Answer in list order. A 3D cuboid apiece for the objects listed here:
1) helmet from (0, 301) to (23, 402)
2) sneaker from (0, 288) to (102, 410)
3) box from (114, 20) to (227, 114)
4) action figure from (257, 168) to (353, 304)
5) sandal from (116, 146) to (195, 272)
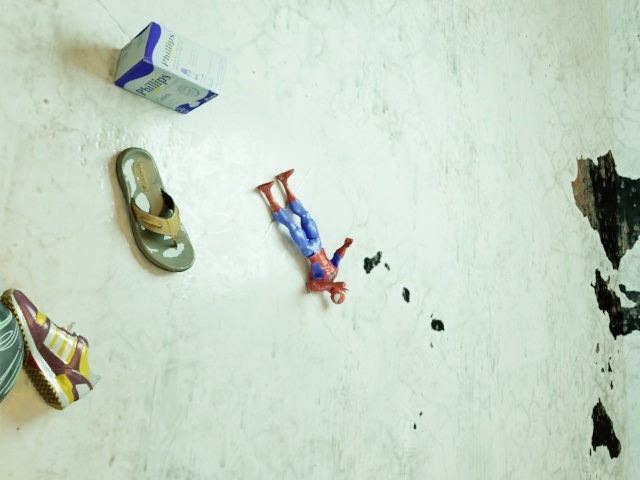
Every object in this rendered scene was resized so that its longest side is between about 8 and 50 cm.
[{"bbox_3d":[-0.445,0.143,0.743,0.169,0.161,0.169,8,77,-39],"label":"helmet"},{"bbox_3d":[-0.381,0.142,0.868,0.084,0.070,0.185,-36,112,-47],"label":"sneaker"},{"bbox_3d":[-0.247,-0.277,1.009,0.137,0.126,0.072,19,72,-36],"label":"box"},{"bbox_3d":[0.000,0.000,1.165,0.091,0.139,0.280,-37,108,-37],"label":"action figure"},{"bbox_3d":[-0.262,-0.051,0.998,0.090,0.060,0.219,-21,95,-40],"label":"sandal"}]
